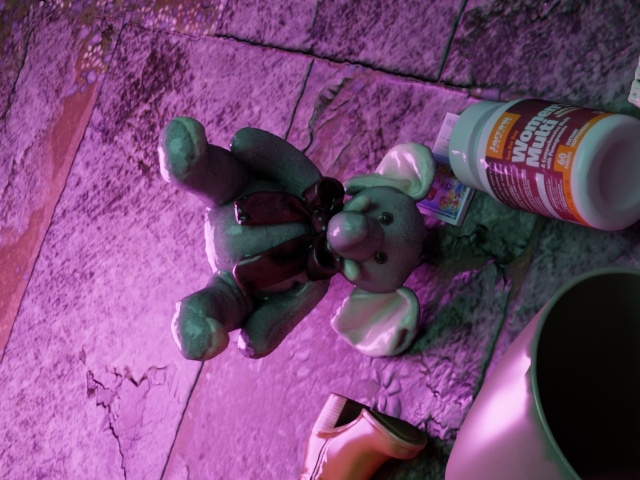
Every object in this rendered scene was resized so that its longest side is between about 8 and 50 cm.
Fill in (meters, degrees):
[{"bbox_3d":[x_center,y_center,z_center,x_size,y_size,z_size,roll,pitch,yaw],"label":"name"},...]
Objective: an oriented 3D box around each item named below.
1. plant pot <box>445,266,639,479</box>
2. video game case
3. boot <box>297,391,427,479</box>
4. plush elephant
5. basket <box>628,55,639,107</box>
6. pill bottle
[{"bbox_3d":[0.238,0.197,1.811,0.274,0.256,0.256,-43,43,52],"label":"plant pot"},{"bbox_3d":[0.154,-0.083,2.199,0.087,0.011,0.122,23,92,52],"label":"video game case"},{"bbox_3d":[0.041,0.264,2.135,0.197,0.073,0.152,15,85,64],"label":"boot"},{"bbox_3d":[0.000,0.000,2.172,0.255,0.330,0.272,-5,83,27],"label":"plush elephant"},{"bbox_3d":[0.398,-0.154,1.857,0.167,0.113,0.103,27,99,52],"label":"basket"},{"bbox_3d":[0.242,-0.086,2.004,0.221,0.121,0.121,17,87,52],"label":"pill bottle"}]
